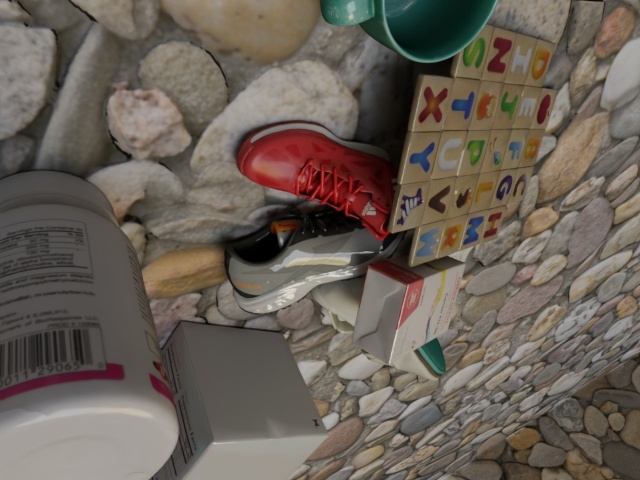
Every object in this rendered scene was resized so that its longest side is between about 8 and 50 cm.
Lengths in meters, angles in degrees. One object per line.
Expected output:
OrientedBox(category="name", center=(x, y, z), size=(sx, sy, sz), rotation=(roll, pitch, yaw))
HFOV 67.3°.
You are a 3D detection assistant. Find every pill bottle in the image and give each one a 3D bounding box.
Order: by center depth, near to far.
OrientedBox(category="pill bottle", center=(-0.232, 0.071, 0.419), size=(0.160, 0.283, 0.161), rotation=(-17, 137, -17))

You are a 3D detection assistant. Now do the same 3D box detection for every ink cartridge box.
OrientedBox(category="ink cartridge box", center=(0.136, 0.080, 0.672), size=(0.198, 0.067, 0.116), rotation=(-12, 119, -48))

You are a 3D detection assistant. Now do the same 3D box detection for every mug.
OrientedBox(category="mug", center=(0.078, -0.247, 0.442), size=(0.157, 0.097, 0.130), rotation=(7, 122, -35))

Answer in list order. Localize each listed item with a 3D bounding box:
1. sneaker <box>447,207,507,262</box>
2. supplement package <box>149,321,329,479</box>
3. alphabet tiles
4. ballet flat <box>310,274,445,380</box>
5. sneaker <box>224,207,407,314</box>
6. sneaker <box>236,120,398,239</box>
OrientedBox(category="sneaker", center=(0.222, -0.014, 0.793), size=(0.085, 0.086, 0.237), rotation=(28, 101, -15))
OrientedBox(category="supplement package", center=(-0.167, 0.294, 0.742), size=(0.199, 0.198, 0.263), rotation=(17, 120, -41))
OrientedBox(category="alphabet tiles", center=(0.211, -0.115, 0.621), size=(0.342, 0.011, 0.286), rotation=(-13, 120, -42))
OrientedBox(category="ballet flat", center=(0.103, 0.141, 0.837), size=(0.139, 0.139, 0.400), rotation=(-36, 135, 4))
OrientedBox(category="sneaker", center=(0.000, 0.000, 0.641), size=(0.271, 0.100, 0.108), rotation=(-26, 131, -9))
OrientedBox(category="sneaker", center=(0.021, -0.067, 0.561), size=(0.221, 0.128, 0.087), rotation=(-3, 131, -30))
